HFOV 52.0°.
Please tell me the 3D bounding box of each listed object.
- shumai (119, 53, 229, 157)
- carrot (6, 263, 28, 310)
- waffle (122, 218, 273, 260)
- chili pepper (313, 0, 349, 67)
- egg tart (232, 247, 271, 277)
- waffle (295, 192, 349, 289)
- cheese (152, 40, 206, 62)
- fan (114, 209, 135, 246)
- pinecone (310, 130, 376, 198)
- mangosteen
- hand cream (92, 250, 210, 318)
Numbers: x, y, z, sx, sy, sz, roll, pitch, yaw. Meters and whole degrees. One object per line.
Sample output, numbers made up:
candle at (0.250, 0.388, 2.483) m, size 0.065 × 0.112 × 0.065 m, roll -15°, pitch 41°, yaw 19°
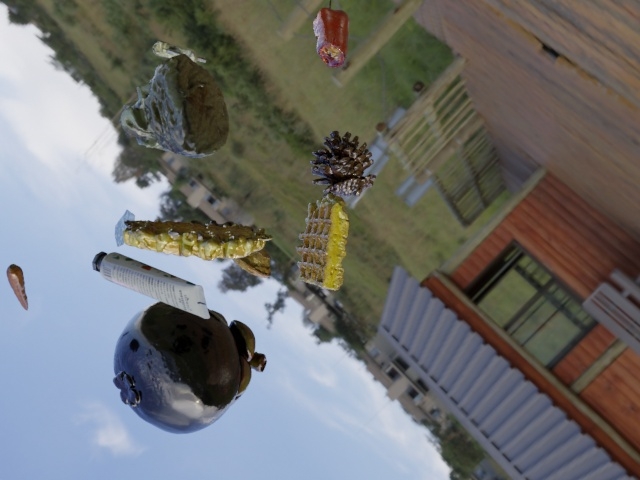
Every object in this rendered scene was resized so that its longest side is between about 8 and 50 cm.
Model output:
shumai at (-0.364, -0.311, 1.620) m, size 0.189 × 0.218 × 0.255 m, roll 10°, pitch -113°, yaw -67°
carrot at (-0.958, 0.156, 2.090) m, size 0.048 × 0.048 × 0.216 m, roll 47°, pitch 146°, yaw 33°
waffle at (-0.249, -0.006, 1.364) m, size 0.329 × 0.062 × 0.329 m, roll 5°, pitch -175°, yaw 0°
chili pepper at (0.026, -0.487, 1.499) m, size 0.084 × 0.086 × 0.192 m, roll 19°, pitch -121°, yaw -35°
egg tart at (-0.222, 0.047, 2.099) m, size 0.191 × 0.074 × 0.191 m, roll 37°, pitch -171°, yaw -7°
waffle at (-0.001, 0.000, 1.605) m, size 0.057 × 0.229 × 0.219 m, roll 8°, pitch 177°, yaw -23°
cheese at (-0.439, -0.602, 2.137) m, size 0.127 × 0.049 × 0.235 m, roll 19°, pitch -167°, yaw 9°
fan at (-0.675, -0.043, 2.253) m, size 0.009 × 0.131 × 0.240 m, roll 15°, pitch 166°, yaw -31°
pinecone at (0.057, -0.201, 1.783) m, size 0.150 × 0.179 × 0.195 m, roll 30°, pitch 132°, yaw 53°
mangosteen at (-0.361, 0.336, 1.863) m, size 0.435 × 0.382 × 0.382 m, roll -20°, pitch -125°, yaw -39°
hand cream at (-0.338, 0.082, 1.307) m, size 0.276 × 0.059 × 0.095 m, roll 18°, pitch 136°, yaw 23°
